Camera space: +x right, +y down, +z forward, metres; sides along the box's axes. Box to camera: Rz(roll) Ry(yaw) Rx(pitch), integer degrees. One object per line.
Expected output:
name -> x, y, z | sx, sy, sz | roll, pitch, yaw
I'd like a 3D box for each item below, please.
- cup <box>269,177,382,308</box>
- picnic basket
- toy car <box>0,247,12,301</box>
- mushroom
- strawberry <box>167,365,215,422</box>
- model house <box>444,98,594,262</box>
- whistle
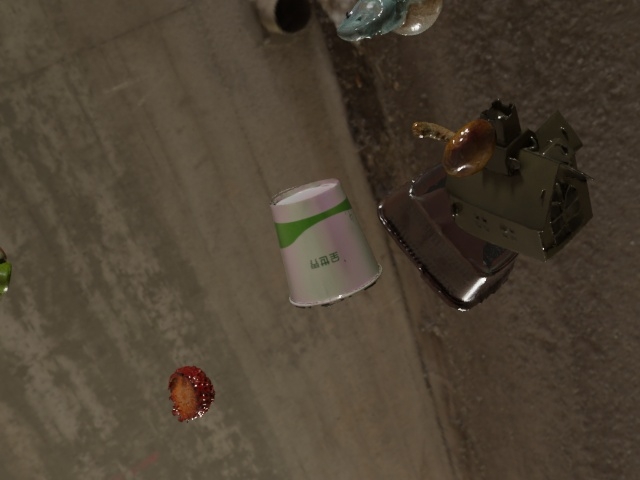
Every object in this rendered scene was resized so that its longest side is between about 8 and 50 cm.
cup -> 0.000, 0.000, 1.939 | 0.253, 0.253, 0.274 | 14, 127, 63
picnic basket -> 0.277, -0.026, 1.542 | 0.297, 0.222, 0.129 | 51, 156, 8
toy car -> -0.724, 0.070, 1.567 | 0.235, 0.145, 0.235 | -31, 54, 54
mushroom -> 0.188, -0.131, 1.073 | 0.088, 0.129, 0.073 | 115, 158, -46
strawberry -> -0.332, 0.393, 1.986 | 0.145, 0.086, 0.145 | 10, 108, 34
model house -> 0.326, -0.133, 1.246 | 0.211, 0.204, 0.243 | 28, 154, 45
whistle -> 0.171, -0.572, 1.846 | 0.189, 0.348, 0.189 | 28, 137, 30
